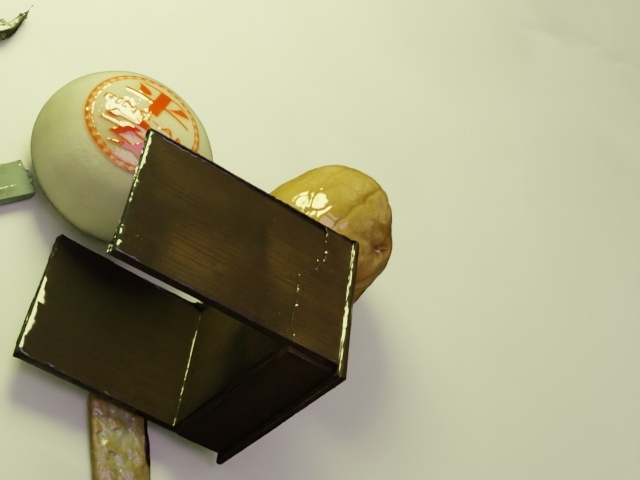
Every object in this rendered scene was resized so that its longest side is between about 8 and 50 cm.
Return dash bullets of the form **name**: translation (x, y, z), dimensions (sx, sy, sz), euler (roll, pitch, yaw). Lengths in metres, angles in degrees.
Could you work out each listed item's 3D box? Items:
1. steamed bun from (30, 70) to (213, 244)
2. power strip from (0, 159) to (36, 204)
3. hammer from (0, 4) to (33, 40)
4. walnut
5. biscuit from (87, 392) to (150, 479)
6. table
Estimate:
- **steamed bun**: translation (-0.232, -0.112, 1.325), dimensions (0.232, 0.145, 0.232), euler (19, 54, -28)
- **power strip**: translation (-0.399, -0.060, 1.254), dimensions (0.136, 0.019, 0.051), euler (-19, 79, -43)
- **hammer**: translation (-0.463, -0.387, 1.397), dimensions (0.125, 0.027, 0.297), euler (-9, 69, -40)
- **walnut**: translation (0.000, 0.000, 1.405), dimensions (0.193, 0.193, 0.226), euler (48, 46, -4)
- **biscuit**: translation (-0.227, 0.227, 1.215), dimensions (0.071, 0.018, 0.147), euler (7, 62, -33)
- **table**: translation (-0.145, 0.070, 1.198), dimensions (0.282, 0.250, 0.196), euler (30, 45, -22)
